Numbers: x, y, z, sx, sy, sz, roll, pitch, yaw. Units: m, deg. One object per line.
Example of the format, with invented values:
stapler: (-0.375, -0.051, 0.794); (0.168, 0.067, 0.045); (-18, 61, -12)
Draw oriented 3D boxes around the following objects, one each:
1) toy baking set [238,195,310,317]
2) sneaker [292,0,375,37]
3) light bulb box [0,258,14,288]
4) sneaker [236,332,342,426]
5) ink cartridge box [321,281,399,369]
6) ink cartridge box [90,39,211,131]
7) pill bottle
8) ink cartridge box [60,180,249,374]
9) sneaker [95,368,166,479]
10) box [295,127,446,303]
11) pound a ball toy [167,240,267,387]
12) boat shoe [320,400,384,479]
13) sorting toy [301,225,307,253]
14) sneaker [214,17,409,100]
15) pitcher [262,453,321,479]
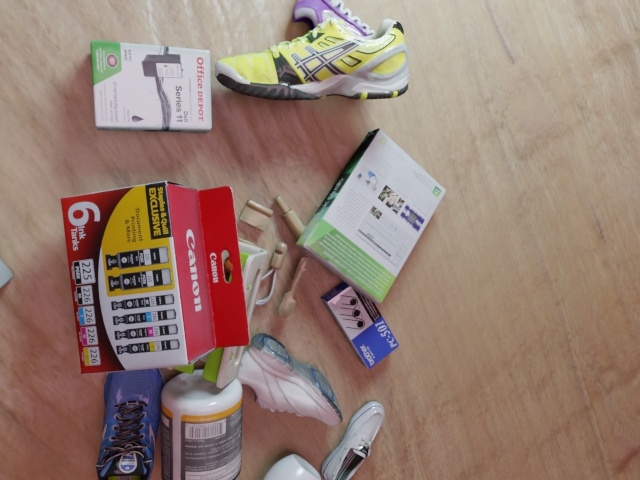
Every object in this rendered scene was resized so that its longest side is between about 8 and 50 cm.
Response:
toy baking set: (-0.105, 0.034, 1.116); (0.196, 0.030, 0.256); (-39, 103, -4)
sneaker: (0.034, -0.433, 1.072); (0.236, 0.095, 0.104); (39, 90, -17)
light bulb box: (-0.700, 0.095, 0.718); (0.361, 0.358, 0.225); (-34, 106, -14)
sneaker: (-0.071, 0.332, 1.149); (0.297, 0.111, 0.129); (42, 97, -17)
ink cartridge box: (0.095, 0.193, 1.207); (0.097, 0.046, 0.207); (-35, 108, -13)
ink cartridge box: (-0.312, -0.282, 0.957); (0.208, 0.087, 0.153); (-4, 100, -21)
pill bottle: (-0.243, 0.422, 1.047); (0.162, 0.162, 0.279); (-1, 103, -21)
ink cartridge box: (-0.286, 0.060, 0.906); (0.271, 0.130, 0.310); (-8, 89, 11)
sneaker: (-0.368, 0.387, 1.004); (0.129, 0.147, 0.330); (3, 95, -22)
box: (0.122, -0.054, 1.151); (0.232, 0.058, 0.322); (38, 74, -20)
pound a ball toy: (-0.233, 0.104, 1.038); (0.208, 0.136, 0.319); (16, 98, 12)
boat shoe: (0.093, 0.502, 1.237); (0.083, 0.076, 0.226); (37, 84, -22)
sorting toy: (0.000, 0.000, 1.160); (0.083, 0.012, 0.062); (2, 97, -21)
sneaker: (-0.015, -0.357, 1.003); (0.384, 0.145, 0.147); (-6, 117, -12)
pitcher: (-0.073, 0.610, 1.146); (0.177, 0.125, 0.207); (37, 82, 9)
